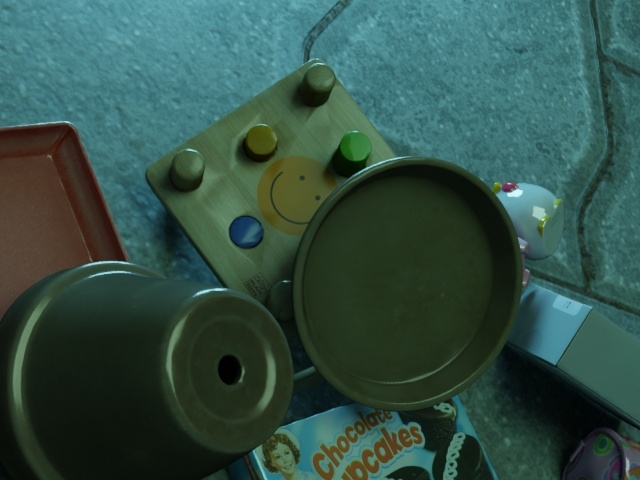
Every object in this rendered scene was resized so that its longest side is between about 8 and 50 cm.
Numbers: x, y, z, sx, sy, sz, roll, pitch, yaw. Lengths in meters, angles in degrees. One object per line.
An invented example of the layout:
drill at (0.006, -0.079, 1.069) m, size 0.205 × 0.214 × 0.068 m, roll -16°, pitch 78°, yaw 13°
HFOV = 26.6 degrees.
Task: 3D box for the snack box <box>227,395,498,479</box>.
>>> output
snack box at (0.060, 0.274, 1.521) m, size 0.322 × 0.060 × 0.187 m, roll -13°, pitch 72°, yaw -43°

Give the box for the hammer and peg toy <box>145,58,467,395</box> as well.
hammer and peg toy at (0.000, 0.000, 1.527) m, size 0.266 × 0.127 × 0.361 m, roll -34°, pitch 83°, yaw -15°

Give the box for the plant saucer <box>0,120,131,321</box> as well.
plant saucer at (-0.326, 0.009, 1.387) m, size 0.259 × 0.048 × 0.258 m, roll -11°, pitch 71°, yaw -41°

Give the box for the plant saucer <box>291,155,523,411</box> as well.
plant saucer at (0.092, 0.046, 1.468) m, size 0.278 × 0.041 × 0.277 m, roll -3°, pitch 97°, yaw -23°

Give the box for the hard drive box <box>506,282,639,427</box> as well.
hard drive box at (0.370, 0.165, 1.748) m, size 0.232 × 0.181 × 0.089 m, roll 33°, pitch 88°, yaw -19°

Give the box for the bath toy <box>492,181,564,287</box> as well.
bath toy at (0.194, 0.022, 1.751) m, size 0.348 × 0.129 × 0.151 m, roll -41°, pitch 136°, yaw -44°

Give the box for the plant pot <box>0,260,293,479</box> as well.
plant pot at (-0.150, 0.138, 1.280) m, size 0.263 × 0.229 × 0.263 m, roll 10°, pitch 74°, yaw -40°

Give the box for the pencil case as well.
pencil case at (0.449, 0.330, 1.763) m, size 0.284 × 0.124 × 0.124 m, roll 19°, pitch 53°, yaw -29°
